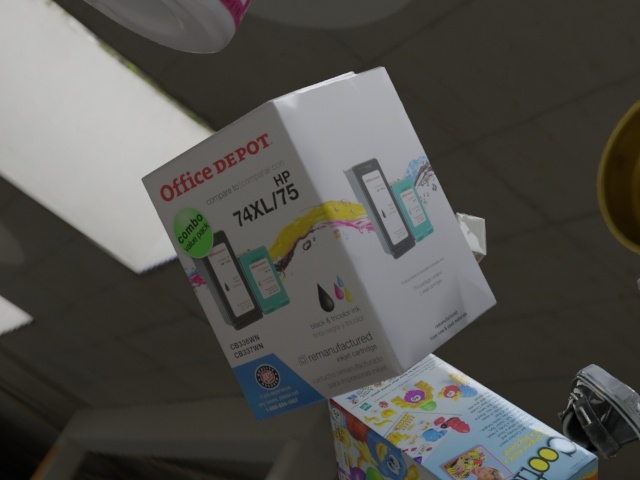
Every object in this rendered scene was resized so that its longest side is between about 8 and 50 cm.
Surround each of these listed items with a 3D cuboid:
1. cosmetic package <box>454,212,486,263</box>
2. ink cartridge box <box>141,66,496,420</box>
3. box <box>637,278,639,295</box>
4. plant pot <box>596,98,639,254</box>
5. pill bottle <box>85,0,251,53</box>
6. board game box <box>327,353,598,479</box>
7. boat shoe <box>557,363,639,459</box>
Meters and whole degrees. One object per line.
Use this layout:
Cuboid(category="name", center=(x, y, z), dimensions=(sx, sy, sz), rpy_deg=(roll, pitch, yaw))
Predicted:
Cuboid(category="cosmetic package", center=(0.175, 0.021, 1.400), dimensions=(0.041, 0.060, 0.115), rpy_deg=(12, -34, -12))
Cuboid(category="ink cartridge box", center=(0.000, 0.000, 1.061), dimensions=(0.198, 0.197, 0.270), rpy_deg=(-25, -89, 39))
Cuboid(category="box", center=(0.646, 0.143, 1.637), dimensions=(0.300, 0.142, 0.154), rpy_deg=(43, -18, 50))
Cuboid(category="plant pot", center=(0.579, -0.080, 1.566), dimensions=(0.239, 0.254, 0.254), rpy_deg=(12, -10, -33))
Cuboid(category="pill bottle", center=(-0.077, -0.296, 0.787), dimensions=(0.160, 0.283, 0.160), rpy_deg=(26, -9, 4))
Cuboid(category="board game box", center=(0.154, 0.258, 1.195), dimensions=(0.275, 0.144, 0.142), rpy_deg=(31, -42, 44))
Cuboid(category="boat shoe", center=(0.443, 0.283, 1.748), dimensions=(0.121, 0.119, 0.335), rpy_deg=(55, 0, 7))
